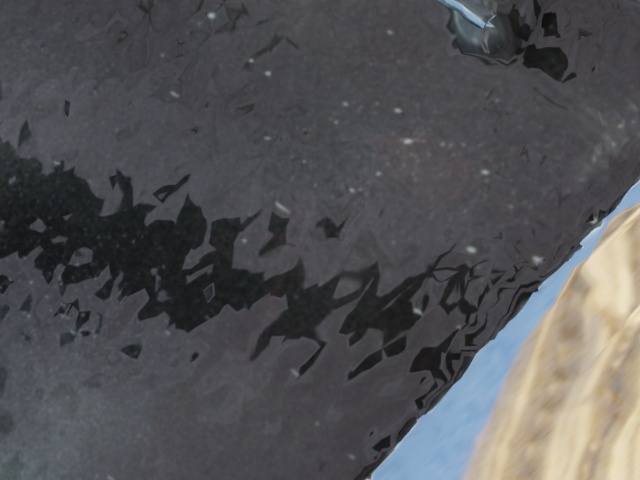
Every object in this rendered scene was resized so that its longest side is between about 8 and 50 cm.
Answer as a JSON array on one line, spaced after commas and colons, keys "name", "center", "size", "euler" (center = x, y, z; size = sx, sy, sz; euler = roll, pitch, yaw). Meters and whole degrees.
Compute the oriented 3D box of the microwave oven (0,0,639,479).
[{"name": "microwave oven", "center": [0.000, 0.000, 0.585], "size": [0.236, 0.374, 0.432], "euler": [46, -76, 22]}]
